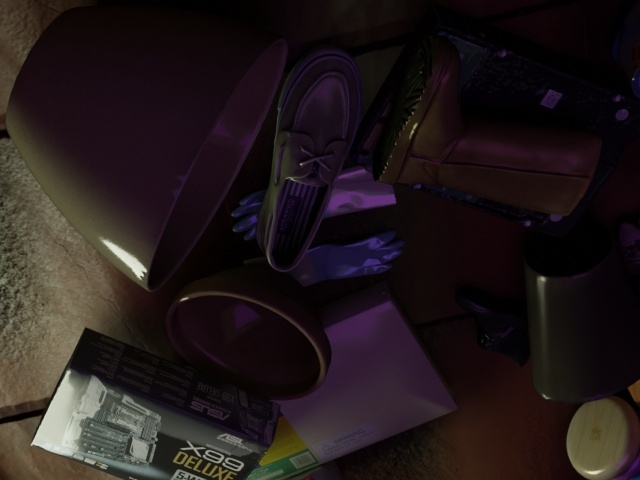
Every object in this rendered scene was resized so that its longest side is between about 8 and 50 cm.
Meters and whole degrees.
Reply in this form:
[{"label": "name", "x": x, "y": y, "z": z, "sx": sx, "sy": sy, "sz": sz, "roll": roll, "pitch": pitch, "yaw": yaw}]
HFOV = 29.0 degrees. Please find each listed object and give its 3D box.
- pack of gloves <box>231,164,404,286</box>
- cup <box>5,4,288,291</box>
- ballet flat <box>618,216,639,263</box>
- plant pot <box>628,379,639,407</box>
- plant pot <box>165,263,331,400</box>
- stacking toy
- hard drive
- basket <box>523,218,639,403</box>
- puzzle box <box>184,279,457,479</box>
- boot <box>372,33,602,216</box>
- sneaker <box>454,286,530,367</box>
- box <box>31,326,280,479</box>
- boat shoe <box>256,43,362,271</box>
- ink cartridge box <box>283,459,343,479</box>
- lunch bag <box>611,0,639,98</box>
[{"label": "pack of gloves", "x": 0.000, "y": 0.000, "z": 1.719, "sx": 0.232, "sy": 0.046, "sz": 0.195, "roll": -14, "pitch": 129, "yaw": 4}, {"label": "cup", "x": -0.217, "y": -0.140, "z": 1.429, "sx": 0.237, "sy": 0.331, "sz": 0.331, "roll": 28, "pitch": 124, "yaw": 2}, {"label": "ballet flat", "x": 0.532, "y": -0.031, "z": 1.763, "sx": 0.221, "sy": 0.077, "sz": 0.079, "roll": -15, "pitch": 103, "yaw": 4}, {"label": "plant pot", "x": 0.626, "y": 0.221, "z": 1.891, "sx": 0.291, "sy": 0.203, "sz": 0.291, "roll": -5, "pitch": 129, "yaw": -6}, {"label": "plant pot", "x": -0.089, "y": 0.111, "z": 1.731, "sx": 0.237, "sy": 0.109, "sz": 0.237, "roll": 13, "pitch": 140, "yaw": 11}, {"label": "stacking toy", "x": 0.567, "y": 0.363, "z": 2.061, "sx": 0.330, "sy": 0.141, "sz": 0.141, "roll": 22, "pitch": 123, "yaw": -33}, {"label": "hard drive", "x": 0.236, "y": -0.148, "z": 1.620, "sx": 0.339, "sy": 0.064, "sz": 0.237, "roll": 16, "pitch": 125, "yaw": -21}, {"label": "basket", "x": 0.377, "y": 0.095, "z": 1.788, "sx": 0.204, "sy": 0.154, "sz": 0.227, "roll": -27, "pitch": 125, "yaw": -7}, {"label": "puzzle box", "x": -0.026, "y": 0.238, "z": 1.907, "sx": 0.409, "sy": 0.052, "sz": 0.272, "roll": -23, "pitch": 129, "yaw": 11}, {"label": "boot", "x": 0.222, "y": -0.140, "z": 1.534, "sx": 0.270, "sy": 0.089, "sz": 0.236, "roll": 8, "pitch": 140, "yaw": -14}, {"label": "sneaker", "x": 0.257, "y": 0.131, "z": 1.860, "sx": 0.170, "sy": 0.051, "sz": 0.089, "roll": 18, "pitch": 120, "yaw": -26}, {"label": "box", "x": -0.243, "y": 0.270, "z": 1.811, "sx": 0.307, "sy": 0.076, "sz": 0.242, "roll": 24, "pitch": 138, "yaw": -11}, {"label": "boat shoe", "x": -0.010, "y": -0.098, "z": 1.582, "sx": 0.109, "sy": 0.094, "sz": 0.302, "roll": 7, "pitch": 116, "yaw": -15}, {"label": "ink cartridge box", "x": -0.074, "y": 0.418, "z": 1.959, "sx": 0.181, "sy": 0.225, "sz": 0.056, "roll": -26, "pitch": 86, "yaw": 14}, {"label": "lunch bag", "x": 0.522, "y": -0.272, "z": 1.531, "sx": 0.243, "sy": 0.115, "sz": 0.303, "roll": 18, "pitch": 124, "yaw": -25}]
